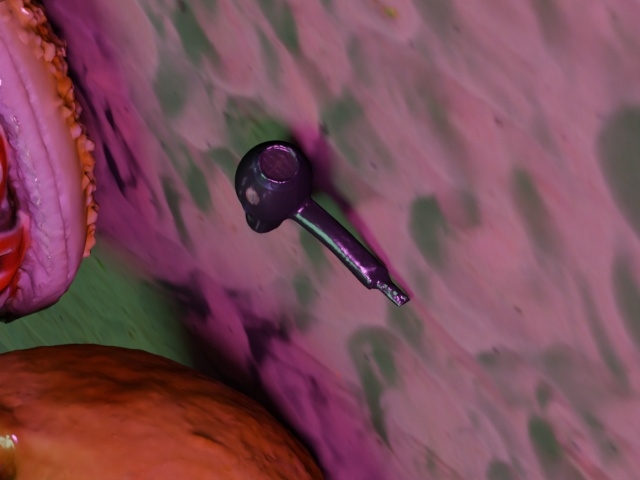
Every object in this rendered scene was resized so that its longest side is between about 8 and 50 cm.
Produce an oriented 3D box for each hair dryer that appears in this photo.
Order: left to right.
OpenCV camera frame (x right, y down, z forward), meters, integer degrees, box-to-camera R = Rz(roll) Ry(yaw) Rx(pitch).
[{"bbox_3d":[0.000,0.000,0.753,0.083,0.031,0.079,45,167,8],"label":"hair dryer"}]

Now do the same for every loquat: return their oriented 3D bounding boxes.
[{"bbox_3d":[-0.097,0.143,0.898,0.238,0.193,0.238,15,154,8],"label":"loquat"}]

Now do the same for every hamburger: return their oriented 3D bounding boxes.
[{"bbox_3d":[-0.228,-0.076,0.935,0.302,0.170,0.302,48,154,32],"label":"hamburger"}]
